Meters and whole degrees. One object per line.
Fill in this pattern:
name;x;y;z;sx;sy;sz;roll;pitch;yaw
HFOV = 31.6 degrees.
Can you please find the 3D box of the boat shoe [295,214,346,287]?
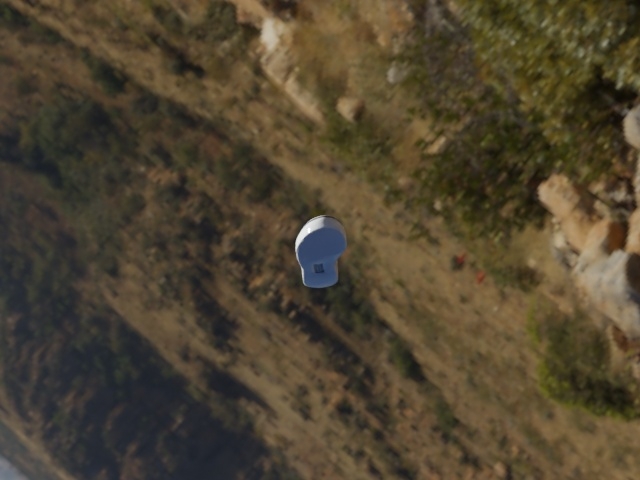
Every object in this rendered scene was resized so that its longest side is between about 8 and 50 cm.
boat shoe;0.000;0.000;0.800;0.035;0.035;0.100;-5;156;0
